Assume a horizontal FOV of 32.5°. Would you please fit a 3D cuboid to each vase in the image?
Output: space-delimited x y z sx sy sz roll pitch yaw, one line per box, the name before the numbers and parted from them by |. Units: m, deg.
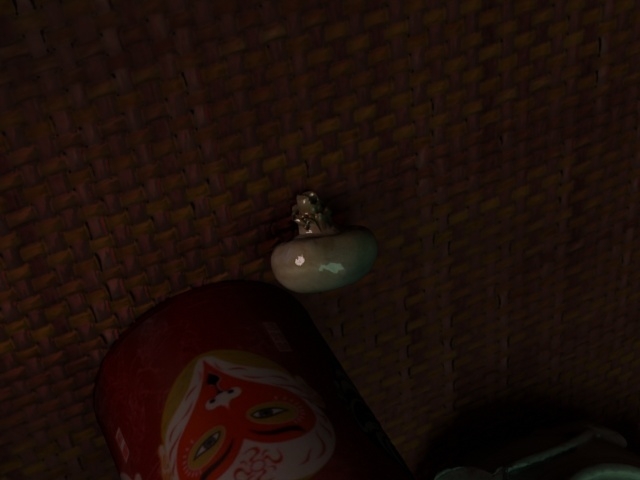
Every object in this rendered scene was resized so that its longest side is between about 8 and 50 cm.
vase | 0.318 0.321 1.194 0.446 0.250 0.250 4 123 -38

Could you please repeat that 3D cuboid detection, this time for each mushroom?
mushroom | 0.000 0.000 0.857 0.085 0.085 0.079 -15 89 -19

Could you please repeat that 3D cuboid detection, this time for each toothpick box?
toothpick box | -0.027 0.208 0.815 0.204 0.333 0.204 -15 131 -18
